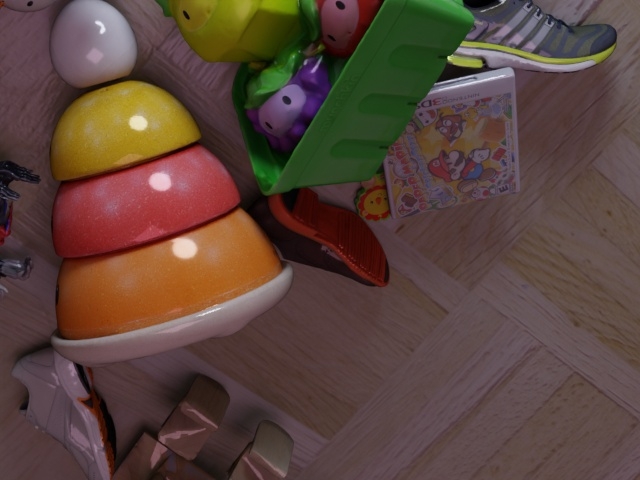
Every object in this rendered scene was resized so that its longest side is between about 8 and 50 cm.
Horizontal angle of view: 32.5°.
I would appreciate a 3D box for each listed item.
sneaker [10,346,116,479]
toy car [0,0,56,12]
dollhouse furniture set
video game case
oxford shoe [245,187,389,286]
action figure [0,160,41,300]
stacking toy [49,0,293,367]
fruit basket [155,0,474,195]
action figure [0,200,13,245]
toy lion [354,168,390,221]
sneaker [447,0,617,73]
[{"bbox_3d":[-0.403,0.279,1.730,0.121,0.099,0.262,-14,110,1],"label":"sneaker"},{"bbox_3d":[-0.364,-0.360,1.381,0.219,0.210,0.238,30,117,-16],"label":"toy car"},{"bbox_3d":[-0.157,0.462,1.840,0.394,0.256,0.362,36,102,-4],"label":"dollhouse furniture set"},{"bbox_3d":[0.193,-0.140,1.644,0.207,0.026,0.227,-12,133,0],"label":"video game case"},{"bbox_3d":[0.000,0.000,1.709,0.098,0.096,0.271,-27,130,36],"label":"oxford shoe"},{"bbox_3d":[-0.480,0.031,1.529,0.141,0.164,0.275,26,112,-8],"label":"action figure"},{"bbox_3d":[-0.258,-0.096,1.515,0.351,0.350,0.479,-17,98,-6],"label":"stacking toy"},{"bbox_3d":[-0.046,-0.274,1.431,0.392,0.282,0.392,-11,139,-10],"label":"fruit basket"},{"bbox_3d":[-0.465,-0.043,1.590,0.038,0.030,0.115,2,119,-9],"label":"action figure"},{"bbox_3d":[0.100,-0.077,1.717,0.100,0.034,0.096,-19,125,-5],"label":"toy lion"},{"bbox_3d":[0.300,-0.314,1.612,0.300,0.111,0.121,-2,112,-15],"label":"sneaker"}]
